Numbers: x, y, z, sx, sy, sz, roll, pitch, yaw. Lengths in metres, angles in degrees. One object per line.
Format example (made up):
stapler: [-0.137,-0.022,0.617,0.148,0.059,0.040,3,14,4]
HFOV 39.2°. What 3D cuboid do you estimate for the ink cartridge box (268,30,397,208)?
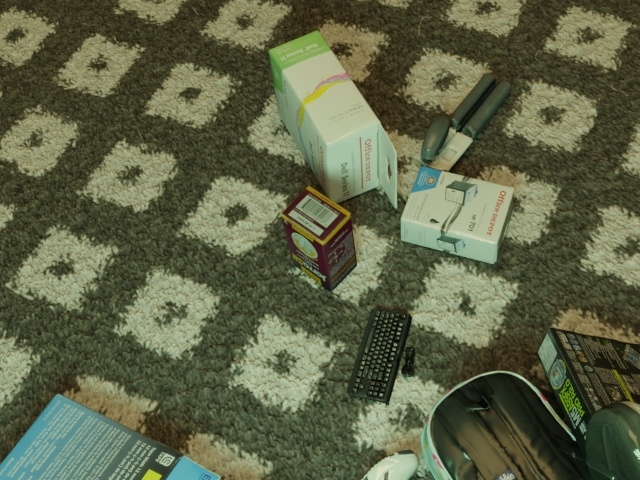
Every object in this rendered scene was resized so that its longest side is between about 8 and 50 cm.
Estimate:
ink cartridge box: [0.025,-0.221,1.801,0.119,0.207,0.353,-23,58,-10]

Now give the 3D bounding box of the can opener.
can opener: [0.301,-0.255,1.861,0.076,0.095,0.283,30,66,22]

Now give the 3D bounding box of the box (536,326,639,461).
box: [0.487,0.257,1.430,0.216,0.060,0.270,12,30,-13]

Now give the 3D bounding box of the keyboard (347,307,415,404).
keyboard: [0.122,0.208,1.628,0.108,0.023,0.180,12,60,13]

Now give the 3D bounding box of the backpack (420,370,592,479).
backpack: [0.285,0.345,1.421,0.225,0.191,0.253,-29,69,-13]

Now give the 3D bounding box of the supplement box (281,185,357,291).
supplement box: [0.000,0.000,1.674,0.104,0.188,0.081,35,68,24]

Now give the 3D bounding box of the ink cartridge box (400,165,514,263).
ink cartridge box: [0.266,-0.051,1.743,0.191,0.082,0.139,14,60,16]

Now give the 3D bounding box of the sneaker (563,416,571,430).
sneaker: [0.502,0.369,1.428,0.279,0.118,0.107,38,69,26]

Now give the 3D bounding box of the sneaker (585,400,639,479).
sneaker: [0.560,0.353,1.279,0.257,0.447,0.169,-35,20,-10]

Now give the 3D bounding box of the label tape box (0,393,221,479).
label tape box: [-0.359,0.430,1.452,0.348,0.115,0.249,20,55,23]

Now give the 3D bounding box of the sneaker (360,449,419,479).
sneaker: [0.104,0.458,1.428,0.235,0.094,0.153,-39,63,-18]
